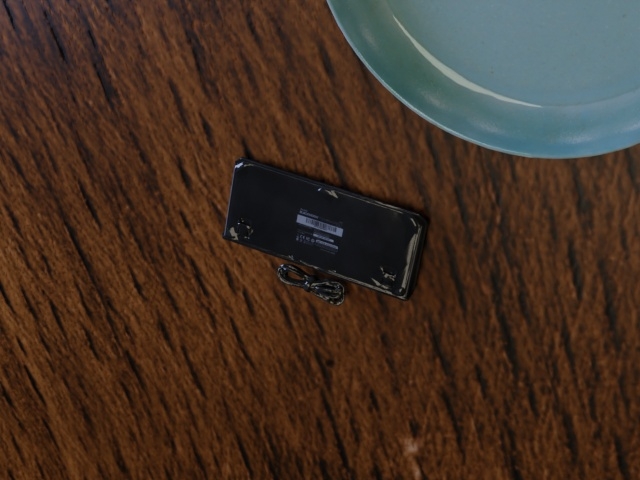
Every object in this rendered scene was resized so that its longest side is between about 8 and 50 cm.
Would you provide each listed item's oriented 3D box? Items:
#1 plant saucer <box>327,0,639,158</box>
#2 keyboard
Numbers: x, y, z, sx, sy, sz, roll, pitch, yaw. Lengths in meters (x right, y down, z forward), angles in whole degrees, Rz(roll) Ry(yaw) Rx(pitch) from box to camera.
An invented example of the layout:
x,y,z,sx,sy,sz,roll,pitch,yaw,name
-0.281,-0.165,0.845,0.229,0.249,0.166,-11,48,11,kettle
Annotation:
x,y,z,sx,sy,sz,roll,pitch,yaw,name
0.142,-0.202,0.803,0.318,0.043,0.317,16,131,20,plant saucer
0.000,0.000,1.014,0.180,0.023,0.108,19,114,19,keyboard
